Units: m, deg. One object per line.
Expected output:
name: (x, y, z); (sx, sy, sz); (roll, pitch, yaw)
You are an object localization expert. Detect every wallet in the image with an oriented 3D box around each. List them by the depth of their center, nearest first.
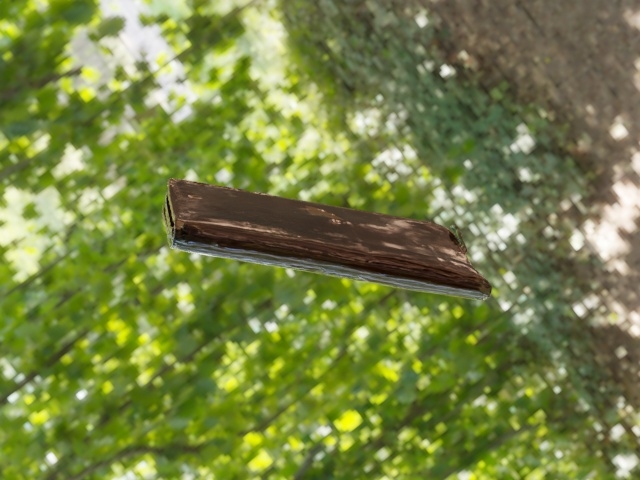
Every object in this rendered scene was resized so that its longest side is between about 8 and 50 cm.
wallet: (0.000, 0.000, 0.699); (0.176, 0.026, 0.095); (8, -161, -14)
